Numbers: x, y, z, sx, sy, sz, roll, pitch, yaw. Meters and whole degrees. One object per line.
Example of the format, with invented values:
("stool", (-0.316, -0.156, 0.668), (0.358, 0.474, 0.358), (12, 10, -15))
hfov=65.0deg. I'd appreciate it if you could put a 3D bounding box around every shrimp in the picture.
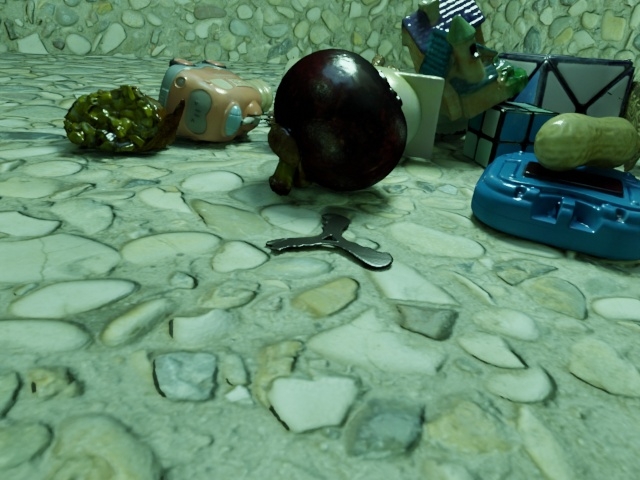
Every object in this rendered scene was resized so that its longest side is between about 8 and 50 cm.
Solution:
("shrimp", (-0.133, -0.405, 1.616), (0.073, 0.074, 0.190), (47, 48, 9))

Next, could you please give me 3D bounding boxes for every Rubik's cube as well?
("Rubik's cube", (0.739, -0.430, 1.599), (0.311, 0.304, 0.307), (-1, 23, -8))
("Rubik's cube", (0.527, -0.296, 1.409), (0.184, 0.167, 0.180), (2, 25, -11))

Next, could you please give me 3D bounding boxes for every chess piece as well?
("chess piece", (-0.322, -0.465, 1.664), (0.307, 0.124, 0.138), (-22, 69, -39))

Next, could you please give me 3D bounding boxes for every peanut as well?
("peanut", (0.520, -0.190, 0.989), (0.275, 0.111, 0.125), (-3, 12, -26))

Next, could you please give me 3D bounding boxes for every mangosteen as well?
("mangosteen", (0.030, -0.235, 1.051), (0.297, 0.293, 0.297), (34, 32, -25))

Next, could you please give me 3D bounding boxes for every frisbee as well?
("frisbee", (0.000, 0.000, 0.837), (0.188, 0.012, 0.211), (-4, 27, -18))

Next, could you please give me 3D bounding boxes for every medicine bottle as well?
("medicine bottle", (0.109, -0.347, 1.341), (0.407, 0.235, 0.235), (10, 25, 11))

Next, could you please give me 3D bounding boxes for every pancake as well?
("pancake", (0.916, -0.337, 1.518), (0.033, 0.285, 0.288), (2, -17, 3))

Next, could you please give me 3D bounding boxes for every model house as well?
("model house", (0.372, -0.521, 1.360), (0.245, 0.280, 0.312), (-27, 33, 3))

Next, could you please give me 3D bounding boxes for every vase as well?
("vase", (0.335, -0.383, 1.587), (0.361, 0.164, 0.165), (-16, 32, -30))

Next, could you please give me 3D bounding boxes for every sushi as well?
("sushi", (-0.468, -0.283, 1.187), (0.297, 0.166, 0.179), (15, 3, 5))

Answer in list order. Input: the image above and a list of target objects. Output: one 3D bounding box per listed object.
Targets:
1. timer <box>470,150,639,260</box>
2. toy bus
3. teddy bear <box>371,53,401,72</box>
("timer", (0.490, -0.082, 1.006), (0.341, 0.115, 0.309), (17, 30, 20))
("toy bus", (-0.286, -0.360, 1.359), (0.232, 0.194, 0.288), (28, 26, 13))
("teddy bear", (0.274, -0.621, 1.989), (0.296, 0.246, 0.223), (-26, 12, -34))
